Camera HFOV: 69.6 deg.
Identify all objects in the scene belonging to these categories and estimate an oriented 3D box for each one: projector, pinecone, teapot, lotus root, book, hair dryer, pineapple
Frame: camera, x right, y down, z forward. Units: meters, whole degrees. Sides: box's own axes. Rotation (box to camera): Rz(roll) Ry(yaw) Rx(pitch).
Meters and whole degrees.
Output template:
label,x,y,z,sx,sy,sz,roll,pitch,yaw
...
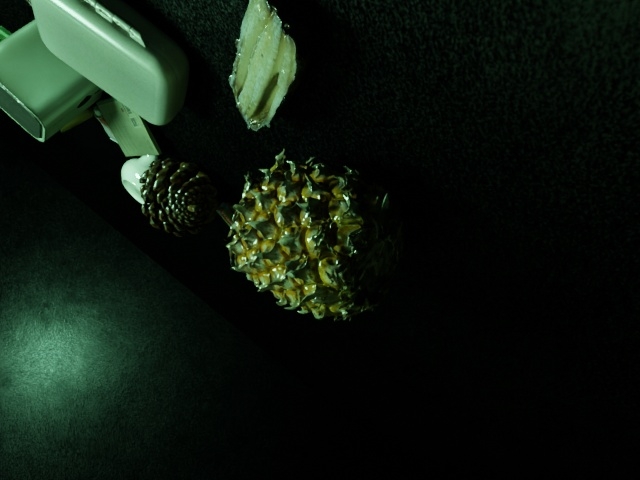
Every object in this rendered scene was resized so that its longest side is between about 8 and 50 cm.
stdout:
label,x,y,z,sx,sy,sz,roll,pitch,yaw
projector,-0.861,-0.490,1.423,0.248,0.249,0.249,47,155,-19
pinecone,-0.470,-0.147,1.502,0.309,0.244,0.244,45,164,39
teapot,-0.651,-0.218,1.748,0.204,0.139,0.298,32,153,11
lotus root,-0.092,-0.316,0.871,0.167,0.078,0.329,64,156,1
book,-0.645,-0.379,1.542,0.283,0.025,0.214,12,133,45
hair dryer,-0.949,-0.511,1.701,0.279,0.135,0.090,44,162,34
pineapple,0.002,-0.002,0.964,0.300,0.352,0.352,20,150,36

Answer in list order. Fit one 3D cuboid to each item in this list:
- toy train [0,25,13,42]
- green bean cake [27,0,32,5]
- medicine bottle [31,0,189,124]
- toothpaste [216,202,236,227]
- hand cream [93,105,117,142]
label,x,y,z,sx,sy,sz,roll,pitch,yaw
toy train,-1.085,-0.608,1.596,0.301,0.202,0.120,36,137,7
green bean cake,-0.744,-0.683,1.107,0.233,0.097,0.198,27,154,23
medicine bottle,-0.492,-0.455,1.096,0.375,0.122,0.282,35,151,-7
toothpaste,-0.282,-0.051,1.627,0.070,0.044,0.193,6,141,48
hand cream,-0.792,-0.424,1.713,0.052,0.038,0.216,59,166,15
